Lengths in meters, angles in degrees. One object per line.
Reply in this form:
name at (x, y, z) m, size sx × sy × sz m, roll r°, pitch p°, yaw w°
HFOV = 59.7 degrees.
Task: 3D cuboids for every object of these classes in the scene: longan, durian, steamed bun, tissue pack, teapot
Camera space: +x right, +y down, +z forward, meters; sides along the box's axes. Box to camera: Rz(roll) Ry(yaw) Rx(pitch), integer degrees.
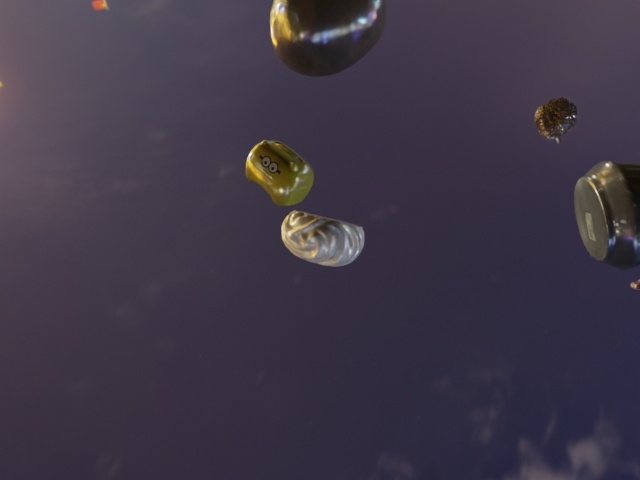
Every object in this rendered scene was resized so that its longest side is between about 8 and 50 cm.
longan at (0.016, -0.520, 1.332) m, size 0.300 × 0.300 × 0.243 m, roll -2°, pitch -92°, yaw -5°
durian at (0.466, -0.236, 1.098) m, size 0.080 × 0.080 × 0.091 m, roll -12°, pitch -93°, yaw -10°
steamed bun at (0.000, 0.000, 1.204) m, size 0.182 × 0.183 × 0.106 m, roll 12°, pitch -86°, yaw 3°
tissue pack at (-0.106, -0.187, 1.481) m, size 0.178 × 0.127 × 0.123 m, roll 42°, pitch -144°, yaw 21°
teapot at (0.921, -0.056, 1.513) m, size 0.361 × 0.305 × 0.376 m, roll -11°, pitch -84°, yaw 9°
